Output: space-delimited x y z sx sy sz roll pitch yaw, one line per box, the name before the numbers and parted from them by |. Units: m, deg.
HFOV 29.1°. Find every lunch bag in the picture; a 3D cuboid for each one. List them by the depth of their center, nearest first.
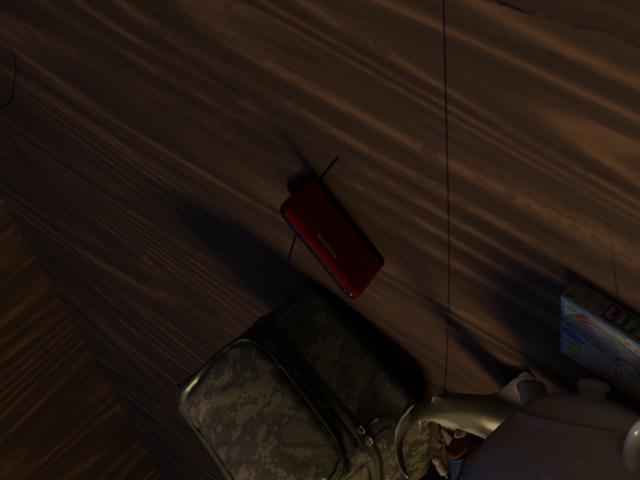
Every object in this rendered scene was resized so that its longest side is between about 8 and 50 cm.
lunch bag | -0.026 0.257 1.693 0.305 0.256 0.212 49 163 28

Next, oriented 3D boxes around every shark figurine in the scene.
shark figurine | 0.193 0.196 1.421 0.278 0.116 0.166 18 -148 -24

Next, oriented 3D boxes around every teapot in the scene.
teapot | 0.264 0.232 1.229 0.256 0.187 0.252 9 180 31

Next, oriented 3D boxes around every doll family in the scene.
doll family | 0.220 0.335 1.611 0.263 0.118 0.163 33 152 37

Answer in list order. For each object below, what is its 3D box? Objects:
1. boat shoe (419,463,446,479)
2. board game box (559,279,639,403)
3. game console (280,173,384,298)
boat shoe | 0.167 0.418 1.851 0.341 0.121 0.110 23 147 44
board game box | 0.303 0.113 1.202 0.154 0.026 0.103 34 155 29
game console | 0.000 0.000 1.503 0.085 0.124 0.144 -31 102 41
